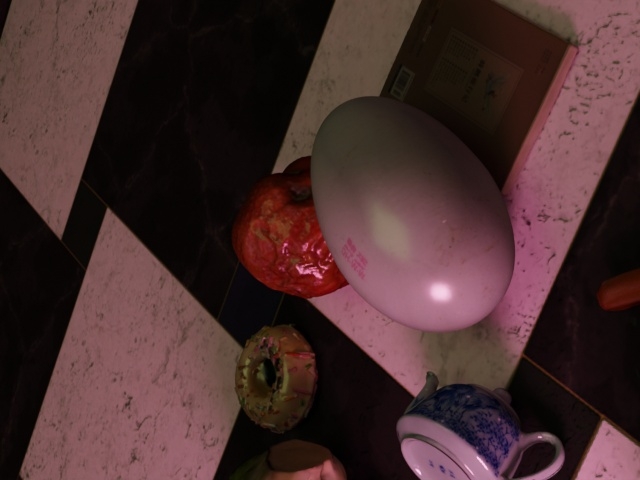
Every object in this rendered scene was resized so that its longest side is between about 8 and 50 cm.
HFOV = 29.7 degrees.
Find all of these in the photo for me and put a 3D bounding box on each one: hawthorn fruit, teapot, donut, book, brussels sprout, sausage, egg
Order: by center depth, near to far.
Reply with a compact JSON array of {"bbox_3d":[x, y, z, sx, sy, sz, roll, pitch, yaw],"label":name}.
[{"bbox_3d":[0.370,0.050,1.370,0.131,0.041,0.039,-24,70,48],"label":"sausage"},{"bbox_3d":[0.193,0.240,1.498,0.232,0.159,0.158,23,101,39],"label":"teapot"},{"bbox_3d":[0.110,-0.041,1.567,0.230,0.230,0.371,-56,48,30],"label":"egg"},{"bbox_3d":[0.205,-0.223,1.657,0.310,0.021,0.216,44,117,47],"label":"book"},{"bbox_3d":[-0.049,0.405,1.712,0.244,0.244,0.244,-14,72,50],"label":"brussels sprout"},{"bbox_3d":[0.000,0.000,1.743,0.243,0.207,0.207,39,115,33],"label":"hawthorn fruit"},{"bbox_3d":[-0.074,0.215,1.891,0.175,0.068,0.174,-16,70,51],"label":"donut"}]
